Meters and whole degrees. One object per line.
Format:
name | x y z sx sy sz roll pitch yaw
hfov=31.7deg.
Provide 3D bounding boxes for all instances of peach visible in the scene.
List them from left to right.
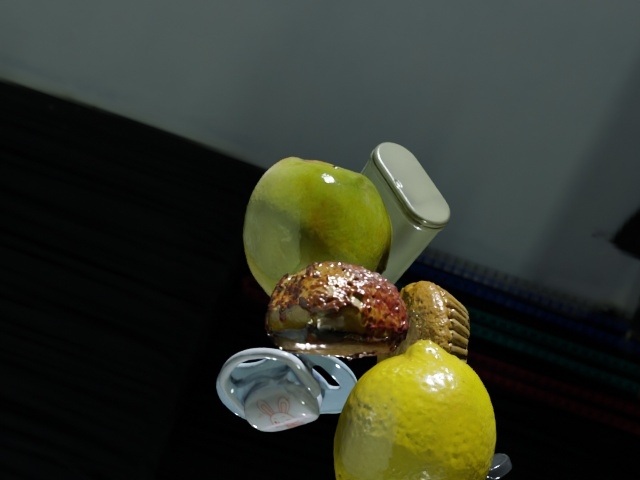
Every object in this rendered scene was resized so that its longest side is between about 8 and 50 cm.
peach | -0.004 -0.008 2.271 0.281 0.314 0.315 131 -18 -81

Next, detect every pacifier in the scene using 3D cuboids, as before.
pacifier | -0.066 0.241 2.144 0.287 0.238 0.226 -26 -149 31

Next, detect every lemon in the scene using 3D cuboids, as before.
lemon | 0.135 0.292 1.623 0.236 0.236 0.263 -73 179 -59

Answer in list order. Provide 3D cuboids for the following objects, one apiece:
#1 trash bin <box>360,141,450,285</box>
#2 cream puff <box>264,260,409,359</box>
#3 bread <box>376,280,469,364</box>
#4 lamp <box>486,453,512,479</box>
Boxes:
trash bin | 0.152 -0.052 2.526 0.121 0.243 0.247 -10 146 -39
cream puff | 0.024 0.117 1.851 0.240 0.240 0.164 130 -35 -87
bread | 0.198 0.194 2.112 0.240 0.139 0.240 -171 -90 -71
lamp | 0.362 0.503 1.893 0.108 0.371 0.130 -42 -173 -15
